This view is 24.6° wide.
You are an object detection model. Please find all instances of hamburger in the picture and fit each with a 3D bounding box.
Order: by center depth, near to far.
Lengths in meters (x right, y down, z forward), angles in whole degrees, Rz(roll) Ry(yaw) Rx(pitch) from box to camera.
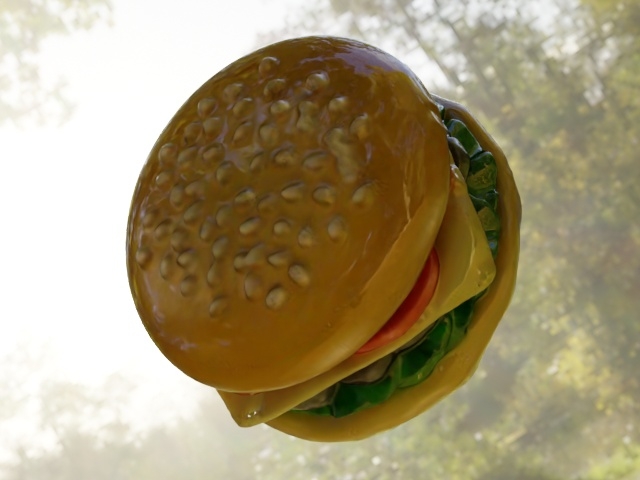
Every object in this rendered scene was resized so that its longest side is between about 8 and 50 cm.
[{"bbox_3d":[0.000,0.000,0.582,0.162,0.162,0.115,-34,-36,19],"label":"hamburger"}]
